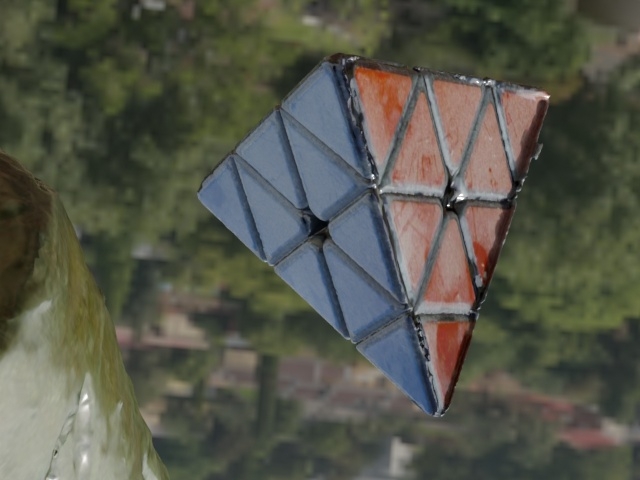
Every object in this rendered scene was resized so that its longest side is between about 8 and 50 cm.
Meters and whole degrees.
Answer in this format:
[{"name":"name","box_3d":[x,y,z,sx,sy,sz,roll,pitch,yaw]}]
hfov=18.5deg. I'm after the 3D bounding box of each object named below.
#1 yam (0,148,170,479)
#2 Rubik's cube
[{"name":"yam","box_3d":[-0.154,0.082,0.677,0.195,0.195,0.300,3,144,12]},{"name":"Rubik's cube","box_3d":[0.000,0.000,1.086,0.178,0.190,0.211,-2,173,37]}]
